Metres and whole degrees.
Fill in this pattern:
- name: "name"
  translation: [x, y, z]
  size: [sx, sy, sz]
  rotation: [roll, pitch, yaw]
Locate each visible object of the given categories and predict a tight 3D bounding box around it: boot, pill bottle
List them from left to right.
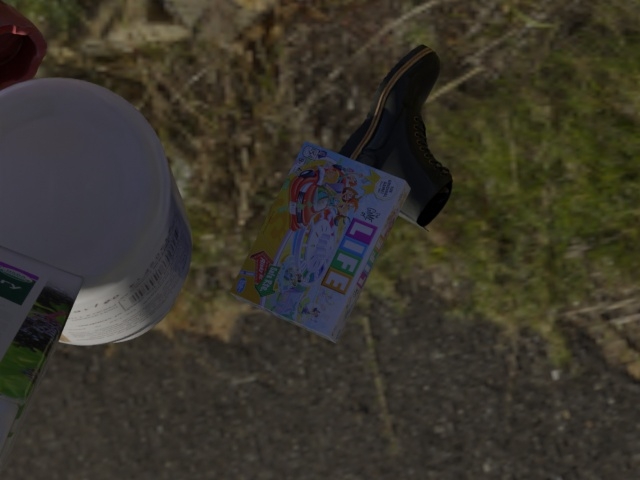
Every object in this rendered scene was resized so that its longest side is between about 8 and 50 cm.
- name: "pill bottle"
  translation: [-0.146, -0.004, 0.904]
  size: [0.229, 0.131, 0.131]
  rotation: [88, 163, -77]
- name: "boot"
  translation: [0.116, -0.112, 1.664]
  size: [0.137, 0.077, 0.198]
  rotation: [29, 88, 30]

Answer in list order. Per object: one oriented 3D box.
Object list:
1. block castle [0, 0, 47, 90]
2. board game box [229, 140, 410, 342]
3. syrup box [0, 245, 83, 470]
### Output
- name: "block castle"
  translation: [-0.503, -0.116, 1.363]
  size: [0.453, 0.303, 0.213]
  rotation: [-41, 60, 5]
- name: "board game box"
  translation: [0.000, 0.000, 1.297]
  size: [0.103, 0.026, 0.154]
  rotation: [23, 80, 21]
- name: "syrup box"
  translation: [-0.177, 0.063, 0.662]
  size: [0.237, 0.093, 0.096]
  rotation: [-105, 38, -78]
